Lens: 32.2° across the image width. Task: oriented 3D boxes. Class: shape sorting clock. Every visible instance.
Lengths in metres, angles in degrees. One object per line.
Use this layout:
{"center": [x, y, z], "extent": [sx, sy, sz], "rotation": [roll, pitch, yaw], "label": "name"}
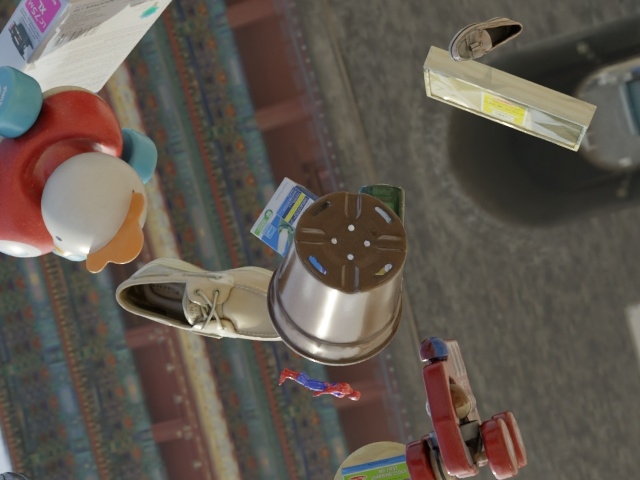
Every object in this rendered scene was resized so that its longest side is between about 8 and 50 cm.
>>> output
{"center": [0.123, 0.476, 2.051], "extent": [0.040, 0.206, 0.206], "rotation": [19, -123, -83], "label": "shape sorting clock"}

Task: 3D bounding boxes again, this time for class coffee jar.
{"center": [0.094, 0.009, 1.768], "extent": [0.096, 0.079, 0.184], "rotation": [80, -168, -75], "label": "coffee jar"}

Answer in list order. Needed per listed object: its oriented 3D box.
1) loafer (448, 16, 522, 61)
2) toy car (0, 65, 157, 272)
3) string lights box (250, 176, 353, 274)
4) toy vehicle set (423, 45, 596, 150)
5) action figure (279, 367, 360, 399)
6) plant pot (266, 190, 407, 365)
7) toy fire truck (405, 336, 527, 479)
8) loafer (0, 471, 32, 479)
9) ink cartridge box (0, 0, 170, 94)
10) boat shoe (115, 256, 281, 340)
{"center": [0.232, -0.284, 1.548], "extent": [0.125, 0.039, 0.045], "rotation": [-31, -62, -34], "label": "loafer"}
{"center": [-0.273, -0.037, 1.218], "extent": [0.219, 0.210, 0.238], "rotation": [28, -166, -48], "label": "toy car"}
{"center": [0.000, 0.000, 2.167], "extent": [0.259, 0.133, 0.076], "rotation": [36, -175, 33], "label": "string lights box"}
{"center": [0.293, -0.220, 1.746], "extent": [0.166, 0.266, 0.035], "rotation": [53, -120, -80], "label": "toy vehicle set"}
{"center": [0.001, 0.208, 1.576], "extent": [0.038, 0.115, 0.030], "rotation": [-2, -78, -80], "label": "action figure"}
{"center": [0.026, 0.037, 1.273], "extent": [0.165, 0.167, 0.167], "rotation": [103, 163, -62], "label": "plant pot"}
{"center": [0.226, 0.289, 1.883], "extent": [0.302, 0.169, 0.254], "rotation": [16, -125, -73], "label": "toy fire truck"}
{"center": [-0.302, 0.258, 1.039], "extent": [0.170, 0.061, 0.062], "rotation": [24, 98, 67], "label": "loafer"}
{"center": [-0.298, -0.231, 1.308], "extent": [0.185, 0.311, 0.065], "rotation": [-29, -98, -44], "label": "ink cartridge box"}
{"center": [-0.155, 0.092, 1.575], "extent": [0.098, 0.302, 0.109], "rotation": [-29, -56, -53], "label": "boat shoe"}
